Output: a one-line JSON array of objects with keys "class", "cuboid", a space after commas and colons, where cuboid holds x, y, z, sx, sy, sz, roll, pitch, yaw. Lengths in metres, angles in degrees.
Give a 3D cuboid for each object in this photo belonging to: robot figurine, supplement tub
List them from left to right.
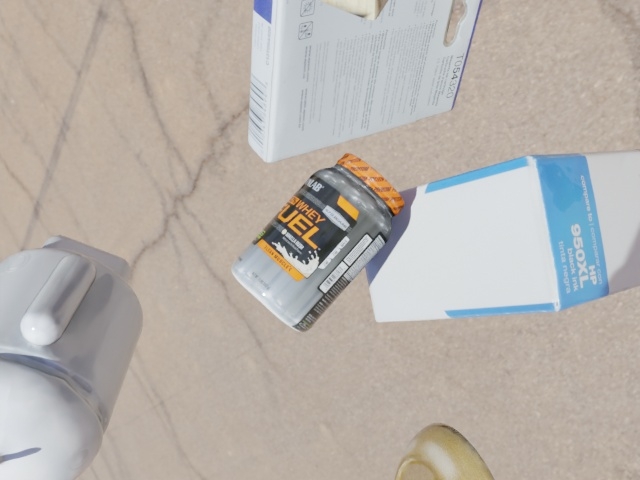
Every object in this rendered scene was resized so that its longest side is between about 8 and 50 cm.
[{"class": "robot figurine", "cuboid": [-0.333, 0.149, 0.796, 0.200, 0.353, 0.300, 19, 127, -12]}, {"class": "supplement tub", "cuboid": [0.000, 0.000, 0.770, 0.117, 0.190, 0.117, 41, 176, 3]}]

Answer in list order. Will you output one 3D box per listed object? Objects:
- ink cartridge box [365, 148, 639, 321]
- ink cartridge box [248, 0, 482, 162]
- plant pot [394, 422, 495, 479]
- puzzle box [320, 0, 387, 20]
[{"class": "ink cartridge box", "cuboid": [0.292, -0.011, 0.883, 0.285, 0.395, 0.166, -13, 86, 53]}, {"class": "ink cartridge box", "cuboid": [0.066, -0.283, 0.865, 0.071, 0.330, 0.324, 45, 143, 35]}, {"class": "plant pot", "cuboid": [0.113, 0.286, 0.605, 0.236, 0.032, 0.236, 175, 90, -74]}, {"class": "puzzle box", "cuboid": [0.072, -0.333, 0.286, 0.052, 0.272, 0.409, 26, 159, 12]}]
